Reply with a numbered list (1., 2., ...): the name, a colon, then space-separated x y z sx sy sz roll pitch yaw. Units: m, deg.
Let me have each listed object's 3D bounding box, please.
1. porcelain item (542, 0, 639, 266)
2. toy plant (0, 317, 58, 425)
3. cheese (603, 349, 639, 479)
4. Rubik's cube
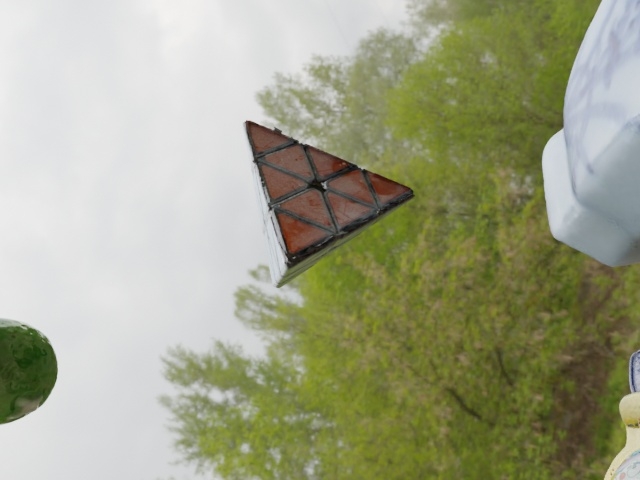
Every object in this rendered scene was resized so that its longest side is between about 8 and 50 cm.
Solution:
1. porcelain item: 0.344 -0.154 0.644 0.405 0.178 0.242 111 167 -53
2. toy plant: -0.373 0.111 0.644 0.235 0.218 0.175 64 -161 -68
3. cheese: 0.330 0.229 0.704 0.156 0.064 0.250 -23 58 59
4. Rubik's cube: 0.000 0.000 0.841 0.178 0.190 0.211 113 152 -46
